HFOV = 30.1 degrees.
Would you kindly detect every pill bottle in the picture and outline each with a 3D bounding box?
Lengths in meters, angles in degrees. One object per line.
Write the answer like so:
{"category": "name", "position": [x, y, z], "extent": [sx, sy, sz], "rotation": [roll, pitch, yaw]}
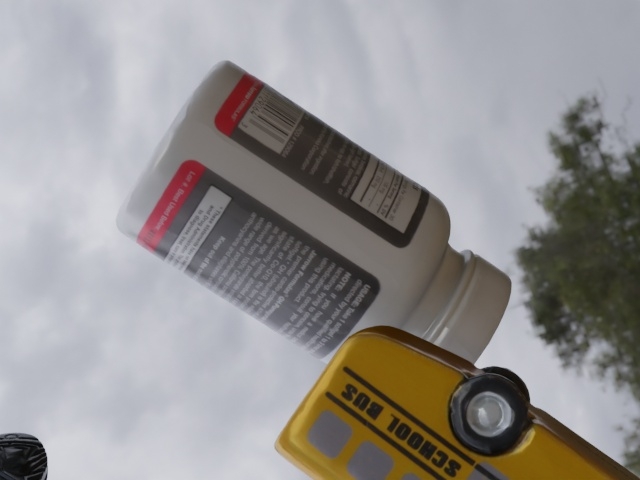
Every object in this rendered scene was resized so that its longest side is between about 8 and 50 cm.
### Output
{"category": "pill bottle", "position": [0.000, 0.000, 1.029], "extent": [0.318, 0.176, 0.176], "rotation": [33, -146, -6]}

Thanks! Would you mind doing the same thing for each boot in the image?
{"category": "boot", "position": [-0.346, 0.360, 1.327], "extent": [0.246, 0.094, 0.207], "rotation": [-125, 36, -60]}

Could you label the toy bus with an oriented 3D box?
{"category": "toy bus", "position": [0.143, 0.180, 0.783], "extent": [0.332, 0.130, 0.108], "rotation": [35, -176, 10]}
